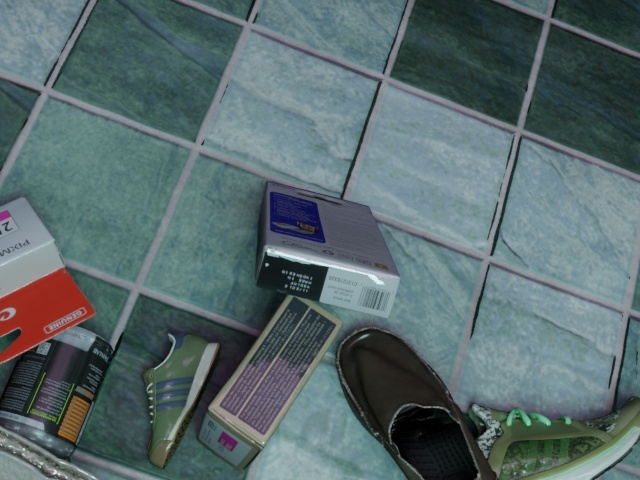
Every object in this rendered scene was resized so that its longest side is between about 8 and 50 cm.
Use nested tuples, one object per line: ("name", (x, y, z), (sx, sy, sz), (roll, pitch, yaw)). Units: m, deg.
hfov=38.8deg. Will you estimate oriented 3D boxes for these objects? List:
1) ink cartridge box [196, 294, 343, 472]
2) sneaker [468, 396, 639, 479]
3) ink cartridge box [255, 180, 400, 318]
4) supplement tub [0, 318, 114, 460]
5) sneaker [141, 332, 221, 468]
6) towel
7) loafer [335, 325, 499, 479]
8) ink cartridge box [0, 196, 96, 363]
("ink cartridge box", (-0.072, 0.192, 1.212), (0.088, 0.235, 0.193), (35, 66, 3))
("sneaker", (0.295, 0.293, 1.308), (0.410, 0.158, 0.182), (-22, 67, -21))
("ink cartridge box", (0.000, 0.000, 1.282), (0.175, 0.371, 0.069), (14, 107, -7))
("supplement tub", (-0.361, 0.211, 1.206), (0.117, 0.117, 0.190), (21, 66, -4))
("sneaker", (-0.214, 0.215, 1.270), (0.086, 0.064, 0.192), (22, 66, 5))
("towel", (-0.400, 0.319, 1.125), (0.282, 0.187, 0.049), (29, 27, -3))
("loafer", (0.133, 0.236, 1.232), (0.134, 0.130, 0.366), (-33, 50, -9))
("ink cartridge box", (-0.471, 0.075, 1.206), (0.275, 0.060, 0.239), (-29, 45, -20))
